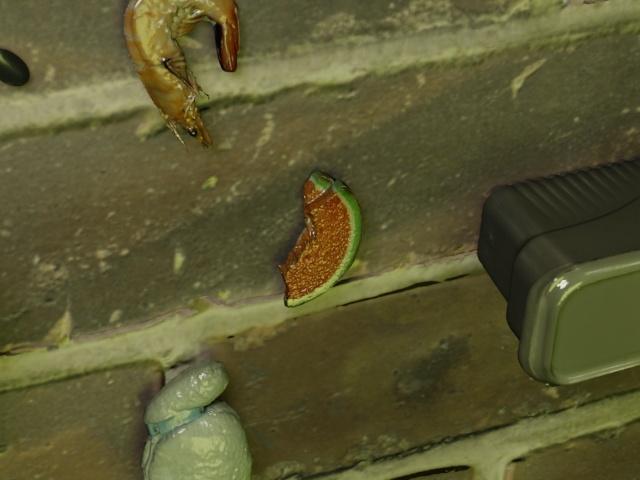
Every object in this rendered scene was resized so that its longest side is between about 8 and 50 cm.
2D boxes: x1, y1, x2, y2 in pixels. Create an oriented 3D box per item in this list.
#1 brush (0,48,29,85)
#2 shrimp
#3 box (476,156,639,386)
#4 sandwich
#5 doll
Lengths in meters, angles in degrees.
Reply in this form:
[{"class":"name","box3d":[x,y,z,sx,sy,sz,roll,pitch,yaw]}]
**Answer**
[{"class":"brush","box3d":[-0.255,-0.145,1.275,0.024,0.008,0.083,-43,131,8]},{"class":"shrimp","box3d":[-0.104,-0.149,1.341,0.095,0.045,0.162,-40,130,-25]},{"class":"box","box3d":[0.279,0.019,1.564,0.274,0.178,0.138,-11,127,-21]},{"class":"sandwich","box3d":[0.001,0.002,1.503,0.067,0.029,0.135,9,119,-26]},{"class":"doll","box3d":[-0.116,0.207,1.560,0.103,0.071,0.214,-14,125,-21]}]
